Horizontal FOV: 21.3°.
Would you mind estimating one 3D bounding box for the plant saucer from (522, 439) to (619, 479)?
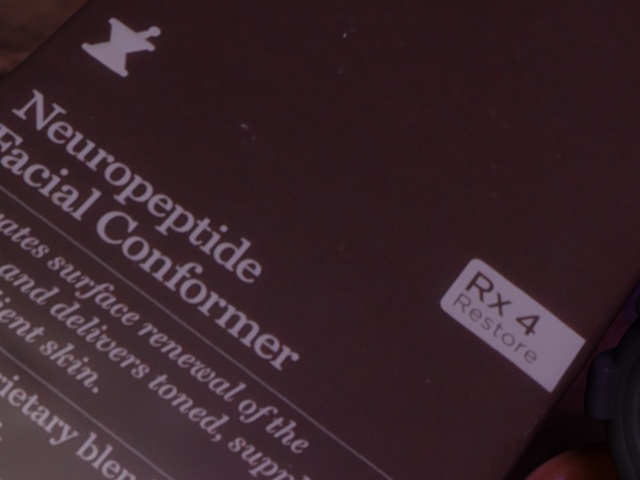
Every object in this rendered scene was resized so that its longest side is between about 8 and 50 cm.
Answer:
[{"bbox_3d":[0.144,0.141,0.543,0.200,0.037,0.200,16,30,-9],"label":"plant saucer"}]

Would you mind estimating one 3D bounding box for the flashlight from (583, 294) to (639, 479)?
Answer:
[{"bbox_3d":[0.233,0.041,0.608,0.304,0.103,0.103,-8,107,-36],"label":"flashlight"}]

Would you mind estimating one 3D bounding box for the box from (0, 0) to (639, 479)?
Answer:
[{"bbox_3d":[0.000,0.000,0.563,0.191,0.143,0.381,35,54,6],"label":"box"}]
